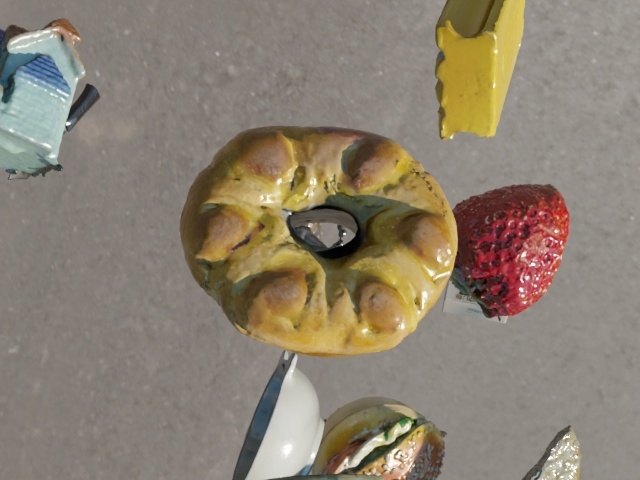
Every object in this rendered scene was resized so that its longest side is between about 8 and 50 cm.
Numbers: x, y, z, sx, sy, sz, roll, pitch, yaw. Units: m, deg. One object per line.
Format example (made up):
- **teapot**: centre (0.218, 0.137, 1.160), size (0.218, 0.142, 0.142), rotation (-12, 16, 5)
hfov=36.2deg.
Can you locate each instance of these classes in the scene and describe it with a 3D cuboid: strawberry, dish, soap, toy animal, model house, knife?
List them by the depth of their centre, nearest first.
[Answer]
- **model house**: centre (-0.263, -0.144, 0.842), size (0.119, 0.148, 0.149), rotation (26, 71, -27)
- **dish**: centre (-0.046, 0.264, 1.347), size (0.086, 0.228, 0.236), rotation (23, 134, -6)
- **soap**: centre (0.258, -0.324, 1.559), size (0.096, 0.324, 0.204), rotation (8, 133, 16)
- **knife**: centre (-0.443, -0.181, 1.614), size (0.230, 0.028, 0.060), rotation (-58, 148, -28)
- **toy animal**: centre (-0.017, -0.030, 1.690), size (0.148, 0.084, 0.233), rotation (15, 87, -10)
- **strawberry**: centre (0.365, -0.001, 1.926), size (0.277, 0.257, 0.257), rotation (-45, 129, -4)

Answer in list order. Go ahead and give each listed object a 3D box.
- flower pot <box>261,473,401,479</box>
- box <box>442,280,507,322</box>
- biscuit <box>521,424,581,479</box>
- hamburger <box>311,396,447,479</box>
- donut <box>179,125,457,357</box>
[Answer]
- **flower pot**: centre (0.011, 0.385, 1.027), size (0.290, 0.259, 0.290), rotation (-2, 157, -1)
- **box**: centre (0.361, 0.095, 2.194), size (0.155, 0.067, 0.243), rotation (11, 151, 9)
- **biscuit**: centre (0.425, 0.502, 1.880), size (0.290, 0.038, 0.141), rotation (-45, 110, -22)
- **hamburger**: centre (0.086, 0.348, 1.522), size (0.236, 0.147, 0.237), rotation (-12, 123, -19)
- **donut**: centre (0.000, 0.000, 1.171), size (0.299, 0.317, 0.150), rotation (-42, 166, -13)
